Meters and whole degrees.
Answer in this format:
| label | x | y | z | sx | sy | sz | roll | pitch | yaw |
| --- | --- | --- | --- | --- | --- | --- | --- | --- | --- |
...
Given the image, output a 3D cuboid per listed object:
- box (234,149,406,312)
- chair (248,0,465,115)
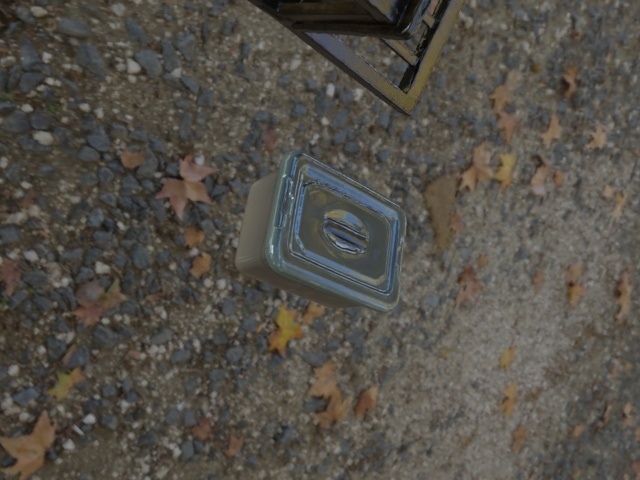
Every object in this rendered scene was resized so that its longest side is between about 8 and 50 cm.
| label | x | y | z | sx | sy | sz | roll | pitch | yaw |
| --- | --- | --- | --- | --- | --- | --- | --- | --- | --- |
| box | 0.000 | 0.000 | 0.513 | 0.122 | 0.062 | 0.089 | 24 | 65 | -35 |
| chair | 0.057 | -0.278 | 0.667 | 0.416 | 0.240 | 0.203 | 26 | 86 | -37 |
